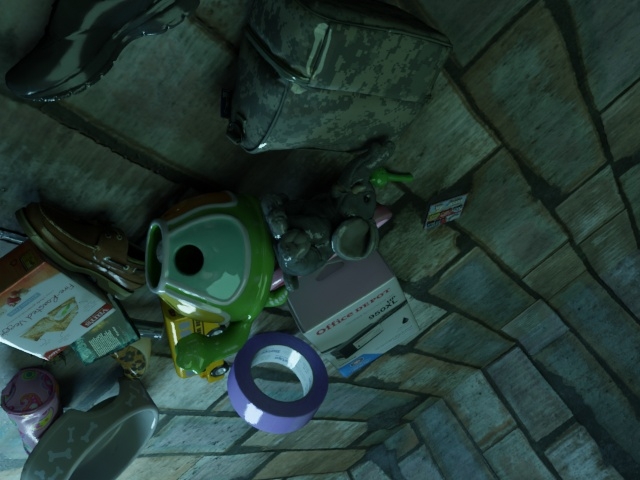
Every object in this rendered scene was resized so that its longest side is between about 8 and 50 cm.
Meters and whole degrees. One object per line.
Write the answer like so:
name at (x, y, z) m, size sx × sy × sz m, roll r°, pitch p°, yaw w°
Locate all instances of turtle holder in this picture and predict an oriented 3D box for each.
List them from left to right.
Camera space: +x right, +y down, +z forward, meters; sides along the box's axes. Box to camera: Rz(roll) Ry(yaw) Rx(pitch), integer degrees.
turtle holder at (-0.216, 0.061, 1.003) m, size 0.227 × 0.243 × 0.321 m, roll 2°, pitch 118°, yaw -36°

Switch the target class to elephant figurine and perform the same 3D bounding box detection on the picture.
elephant figurine at (0.030, -0.039, 0.899) m, size 0.239 × 0.170 × 0.186 m, roll -20°, pitch 171°, yaw -11°

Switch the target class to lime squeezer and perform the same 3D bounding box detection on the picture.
lime squeezer at (0.089, -0.127, 1.203) m, size 0.310 × 0.059 × 0.110 m, roll -23°, pitch 175°, yaw -14°

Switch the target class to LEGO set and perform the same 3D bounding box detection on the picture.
LEGO set at (-0.604, 0.256, 1.158) m, size 0.054 × 0.023 × 0.083 m, roll -28°, pitch 131°, yaw -10°

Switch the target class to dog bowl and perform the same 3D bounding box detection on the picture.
dog bowl at (-0.555, 0.512, 1.298) m, size 0.349 × 0.102 × 0.349 m, roll -49°, pitch 161°, yaw -23°

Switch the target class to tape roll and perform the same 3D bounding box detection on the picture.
tape roll at (-0.119, 0.395, 1.460) m, size 0.274 × 0.275 × 0.090 m, roll -4°, pitch 136°, yaw -33°

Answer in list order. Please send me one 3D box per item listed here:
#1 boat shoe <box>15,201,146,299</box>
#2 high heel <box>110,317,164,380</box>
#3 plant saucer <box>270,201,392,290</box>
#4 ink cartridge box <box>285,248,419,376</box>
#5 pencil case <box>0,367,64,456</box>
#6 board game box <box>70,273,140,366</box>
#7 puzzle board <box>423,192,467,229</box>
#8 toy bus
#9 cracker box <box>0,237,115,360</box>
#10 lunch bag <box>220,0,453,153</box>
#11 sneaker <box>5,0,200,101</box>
boat shoe at (-0.406, 0.003, 0.938) m, size 0.104 × 0.111 × 0.307 m, roll -35°, pitch 154°, yaw -4°
high heel at (-0.487, 0.248, 1.200) m, size 0.186 × 0.093 × 0.261 m, roll 14°, pitch 134°, yaw -25°
plant saucer at (0.000, 0.000, 1.149) m, size 0.332 × 0.084 × 0.332 m, roll -32°, pitch 175°, yaw -3°
ink cartridge box at (0.098, 0.202, 1.486) m, size 0.285 × 0.166 × 0.395 m, roll -33°, pitch 144°, yaw 0°
pencil case at (-0.664, 0.421, 1.222) m, size 0.124 × 0.124 × 0.284 m, roll -12°, pitch 141°, yaw -26°
board game box at (-0.470, 0.156, 1.058) m, size 0.126 × 0.026 × 0.186 m, roll -25°, pitch 117°, yaw -10°
puzzle board at (0.357, -0.081, 1.476) m, size 0.128 × 0.011 × 0.096 m, roll -18°, pitch 142°, yaw -19°
toy bus at (-0.307, 0.237, 1.276) m, size 0.130 × 0.108 × 0.333 m, roll -16°, pitch 141°, yaw -21°
cracker box at (-0.490, 0.111, 0.905) m, size 0.155 × 0.067 × 0.232 m, roll -39°, pitch 155°, yaw -10°
lunch bag at (0.015, -0.256, 0.836) m, size 0.305 × 0.213 × 0.256 m, roll -4°, pitch 130°, yaw -35°
sneaker at (-0.299, -0.297, 0.670) m, size 0.286 × 0.109 × 0.130 m, roll -40°, pitch 138°, yaw -5°
